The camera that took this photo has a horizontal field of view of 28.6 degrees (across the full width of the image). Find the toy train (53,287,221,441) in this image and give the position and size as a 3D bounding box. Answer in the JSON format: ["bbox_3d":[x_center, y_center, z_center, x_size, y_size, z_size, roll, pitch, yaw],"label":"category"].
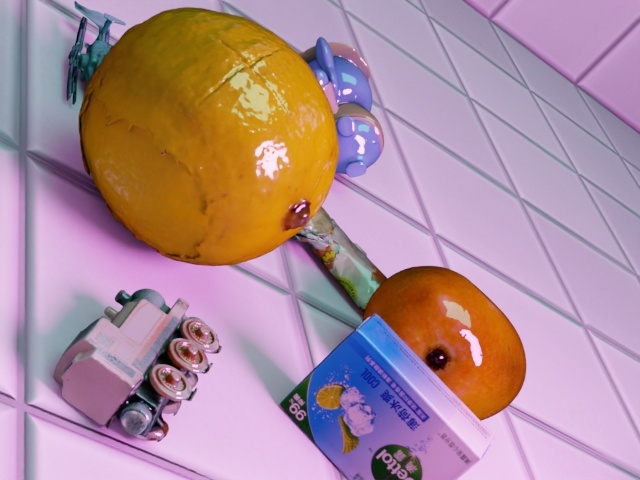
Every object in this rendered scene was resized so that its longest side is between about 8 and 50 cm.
[{"bbox_3d":[-0.172,0.112,1.220,0.125,0.080,0.194,37,25,-5],"label":"toy train"}]

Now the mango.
[{"bbox_3d":[0.168,0.138,1.630,0.211,0.173,0.317,46,10,21],"label":"mango"}]

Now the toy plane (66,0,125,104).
[{"bbox_3d":[-0.289,-0.237,1.658,0.096,0.060,0.235,19,35,-21],"label":"toy plane"}]

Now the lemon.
[{"bbox_3d":[-0.128,-0.115,1.421,0.297,0.297,0.297,36,24,-19],"label":"lemon"}]

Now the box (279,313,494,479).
[{"bbox_3d":[0.073,0.199,1.391,0.194,0.139,0.073,46,24,5],"label":"box"}]

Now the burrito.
[{"bbox_3d":[0.000,0.000,1.731,0.288,0.054,0.104,50,25,11],"label":"burrito"}]

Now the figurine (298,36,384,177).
[{"bbox_3d":[0.021,-0.218,2.014,0.180,0.154,0.262,44,16,-29],"label":"figurine"}]
